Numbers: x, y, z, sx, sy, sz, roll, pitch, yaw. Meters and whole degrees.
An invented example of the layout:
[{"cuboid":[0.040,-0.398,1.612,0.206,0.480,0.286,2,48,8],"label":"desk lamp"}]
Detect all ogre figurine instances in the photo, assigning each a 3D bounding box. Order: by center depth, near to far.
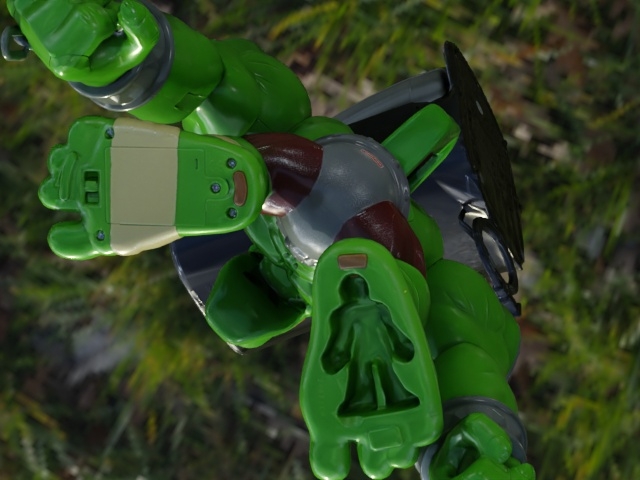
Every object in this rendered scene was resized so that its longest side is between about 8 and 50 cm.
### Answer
[{"cuboid":[0.000,0.000,0.540,0.197,0.118,0.097,29,105,11],"label":"ogre figurine"}]

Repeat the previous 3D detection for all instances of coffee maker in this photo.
[{"cuboid":[0.011,-0.011,1.011,0.178,0.171,0.120,-20,110,16],"label":"coffee maker"}]
